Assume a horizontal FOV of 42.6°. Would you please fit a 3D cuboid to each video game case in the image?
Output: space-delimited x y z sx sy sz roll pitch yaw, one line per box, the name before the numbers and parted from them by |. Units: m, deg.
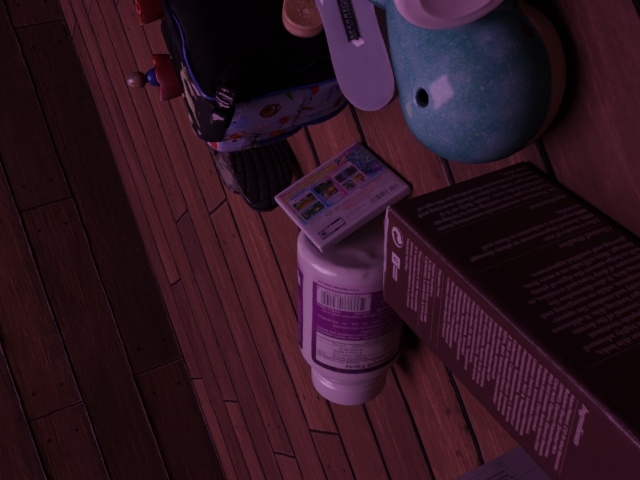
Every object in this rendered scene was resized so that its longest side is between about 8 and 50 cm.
video game case | 0.030 -0.067 1.200 0.143 0.157 0.019 48 169 44

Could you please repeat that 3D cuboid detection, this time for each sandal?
sandal | -0.007 -0.379 1.047 0.079 0.088 0.239 109 166 -66

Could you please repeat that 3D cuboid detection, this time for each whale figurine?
whale figurine | 0.123 -0.201 0.852 0.272 0.141 0.216 55 145 13

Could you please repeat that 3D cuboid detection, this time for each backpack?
backpack | -0.074 -0.259 1.148 0.213 0.264 0.276 110 142 -66

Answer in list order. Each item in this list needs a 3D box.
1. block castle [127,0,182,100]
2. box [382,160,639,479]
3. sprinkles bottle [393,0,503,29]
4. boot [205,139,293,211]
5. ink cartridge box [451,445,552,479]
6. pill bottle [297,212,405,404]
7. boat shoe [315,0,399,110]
block castle | -0.279 -0.492 1.387 0.453 0.213 0.303 92 161 -56
box | 0.240 0.086 0.792 0.381 0.191 0.143 47 148 46
sprinkles bottle | 0.081 -0.371 0.796 0.121 0.121 0.355 110 149 -56
boot | -0.145 -0.154 1.615 0.222 0.118 0.338 103 153 -57
ink cartridge box | 0.223 0.328 0.743 0.270 0.396 0.151 36 139 55
pill bottle | 0.049 0.111 1.275 0.169 0.169 0.301 49 149 43
boat shoe | 0.059 -0.317 1.000 0.113 0.105 0.306 0 122 33
